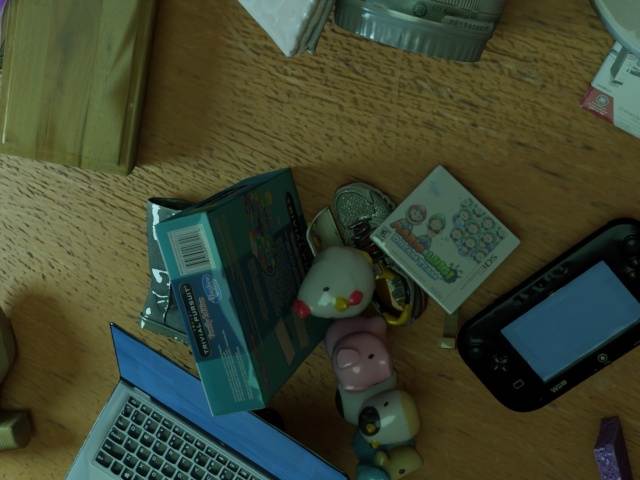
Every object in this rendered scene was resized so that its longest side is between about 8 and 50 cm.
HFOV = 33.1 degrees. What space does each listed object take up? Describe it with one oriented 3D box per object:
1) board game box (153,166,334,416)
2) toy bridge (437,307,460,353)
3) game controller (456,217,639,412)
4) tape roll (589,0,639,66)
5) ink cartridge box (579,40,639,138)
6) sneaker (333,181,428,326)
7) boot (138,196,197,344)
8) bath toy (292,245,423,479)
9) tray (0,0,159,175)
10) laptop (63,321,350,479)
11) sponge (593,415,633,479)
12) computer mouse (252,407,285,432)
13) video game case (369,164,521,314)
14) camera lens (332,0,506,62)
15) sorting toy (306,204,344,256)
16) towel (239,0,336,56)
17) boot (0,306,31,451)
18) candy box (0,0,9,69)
[{"bbox_3d":[-0.091,0.056,1.461,0.079,0.336,0.253,-13,99,18],"label":"board game box"},{"bbox_3d":[0.188,0.067,1.522,0.026,0.063,0.188,4,83,14],"label":"toy bridge"},{"bbox_3d":[0.349,0.108,1.490,0.319,0.067,0.166,-38,90,21],"label":"game controller"},{"bbox_3d":[0.502,-0.379,1.293,0.392,0.072,0.392,1,94,11],"label":"tape roll"},{"bbox_3d":[0.414,-0.213,1.398,0.099,0.056,0.135,29,109,8],"label":"ink cartridge box"},{"bbox_3d":[0.085,0.019,1.531,0.088,0.093,0.225,-27,94,20],"label":"sneaker"},{"bbox_3d":[-0.190,0.050,1.638,0.190,0.076,0.208,14,100,10],"label":"boot"},{"bbox_3d":[0.052,0.176,1.500,0.151,0.129,0.348,8,125,43],"label":"bath toy"},{"bbox_3d":[-0.346,-0.314,1.561,0.203,0.076,0.411,10,105,-3],"label":"tray"},{"bbox_3d":[-0.196,0.365,1.553,0.382,0.236,0.408,32,101,8],"label":"laptop"},{"bbox_3d":[0.421,0.363,1.502,0.031,0.117,0.210,-12,99,21],"label":"sponge"},{"bbox_3d":[-0.168,0.350,1.693,0.262,0.060,0.184,-6,91,23],"label":"computer mouse"},{"bbox_3d":[0.172,-0.001,1.488,0.157,0.019,0.143,44,85,6],"label":"video game case"},{"bbox_3d":[0.144,-0.383,1.349,0.219,0.219,0.274,18,107,11],"label":"camera lens"},{"bbox_3d":[0.000,0.000,1.560,0.045,0.075,0.083,-20,96,19],"label":"sorting toy"},{"bbox_3d":[-0.026,-0.442,1.360,0.317,0.053,0.332,55,129,43],"label":"towel"},{"bbox_3d":[-0.609,0.226,1.778,0.211,0.104,0.295,-5,106,17],"label":"boot"},{"bbox_3d":[-0.494,-0.366,1.629,0.109,0.053,0.186,32,108,6],"label":"candy box"}]
